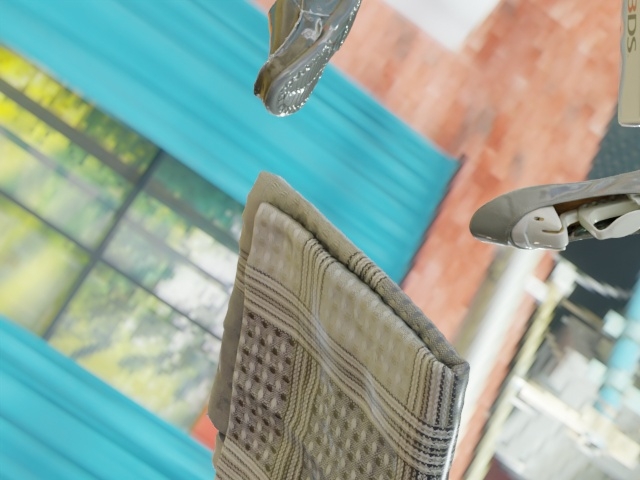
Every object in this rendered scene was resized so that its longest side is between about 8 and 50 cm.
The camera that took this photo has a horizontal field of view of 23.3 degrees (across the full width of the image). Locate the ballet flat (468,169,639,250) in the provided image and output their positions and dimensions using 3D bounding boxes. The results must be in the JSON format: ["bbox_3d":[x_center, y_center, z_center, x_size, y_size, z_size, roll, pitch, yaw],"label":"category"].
[{"bbox_3d":[0.260,-0.024,1.596,0.213,0.072,0.068,-12,-140,3],"label":"ballet flat"}]

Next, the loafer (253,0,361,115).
[{"bbox_3d":[-0.030,-0.232,1.823,0.251,0.087,0.094,-58,173,-51],"label":"loafer"}]

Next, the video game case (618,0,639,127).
[{"bbox_3d":[0.270,-0.180,1.044,0.227,0.026,0.206,-171,-100,-68],"label":"video game case"}]

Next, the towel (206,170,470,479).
[{"bbox_3d":[-0.008,0.147,1.214,0.324,0.056,0.312,45,-47,50],"label":"towel"}]
